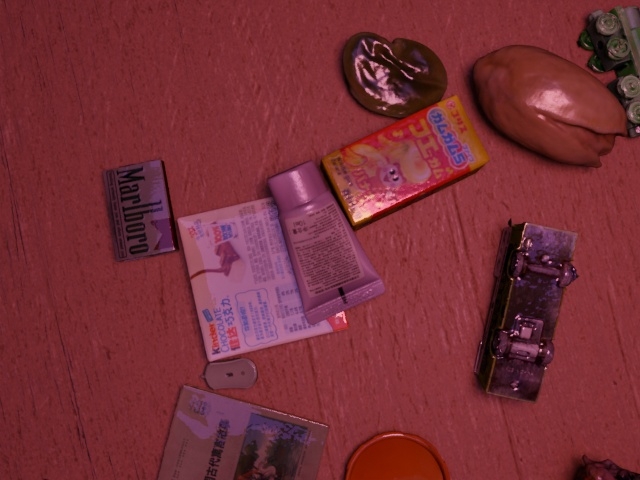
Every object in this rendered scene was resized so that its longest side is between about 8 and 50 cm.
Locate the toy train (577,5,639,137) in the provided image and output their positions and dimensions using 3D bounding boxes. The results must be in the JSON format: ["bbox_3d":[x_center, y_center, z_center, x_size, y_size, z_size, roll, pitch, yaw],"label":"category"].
[{"bbox_3d":[0.578,-0.319,1.051,0.119,0.085,0.251,-16,88,-6],"label":"toy train"}]

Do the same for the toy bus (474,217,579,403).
[{"bbox_3d":[0.354,0.119,0.994,0.113,0.139,0.301,12,94,2],"label":"toy bus"}]

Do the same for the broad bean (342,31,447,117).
[{"bbox_3d":[0.134,-0.310,1.058,0.207,0.072,0.153,30,99,1],"label":"broad bean"}]

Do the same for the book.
[{"bbox_3d":[-0.142,0.400,1.032,0.283,0.025,0.214,14,87,0],"label":"book"}]

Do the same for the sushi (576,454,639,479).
[{"bbox_3d":[0.546,0.474,0.917,0.270,0.236,0.170,18,78,6],"label":"sushi"}]

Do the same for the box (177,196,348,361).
[{"bbox_3d":[-0.106,0.061,1.044,0.265,0.048,0.273,-12,86,-2],"label":"box"}]

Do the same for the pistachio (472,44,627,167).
[{"bbox_3d":[0.404,-0.245,1.009,0.293,0.181,0.162,30,124,6],"label":"pistachio"}]

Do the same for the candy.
[{"bbox_3d":[0.151,-0.139,1.037,0.276,0.088,0.146,-24,84,-2],"label":"candy"}]

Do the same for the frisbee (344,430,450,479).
[{"bbox_3d":[0.137,0.439,1.018,0.192,0.035,0.192,0,87,1],"label":"frisbee"}]

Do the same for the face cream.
[{"bbox_3d":[0.000,0.000,0.991,0.154,0.096,0.273,-23,99,-7],"label":"face cream"}]

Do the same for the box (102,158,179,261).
[{"bbox_3d":[-0.338,-0.056,1.063,0.115,0.036,0.177,-10,85,0],"label":"box"}]

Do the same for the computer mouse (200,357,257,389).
[{"bbox_3d":[-0.166,0.246,1.040,0.110,0.032,0.055,-7,85,10],"label":"computer mouse"}]
